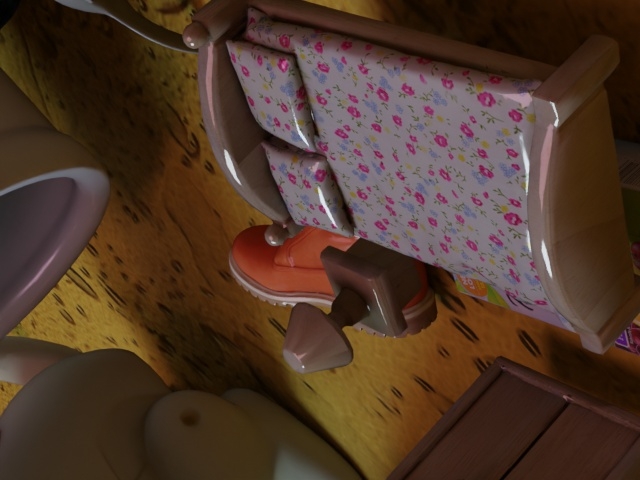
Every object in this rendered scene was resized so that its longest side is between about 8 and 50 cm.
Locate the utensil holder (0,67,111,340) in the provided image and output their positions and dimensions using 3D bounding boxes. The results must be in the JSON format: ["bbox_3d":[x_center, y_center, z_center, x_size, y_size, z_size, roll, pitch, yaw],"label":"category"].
[{"bbox_3d":[-0.391,-0.075,0.800,0.385,0.328,0.327,46,150,6],"label":"utensil holder"}]

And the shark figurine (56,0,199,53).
[{"bbox_3d":[-0.115,-0.176,0.612,0.116,0.166,0.278,31,146,18],"label":"shark figurine"}]

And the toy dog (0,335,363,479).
[{"bbox_3d":[-0.214,0.253,0.886,0.395,0.408,0.284,50,129,5],"label":"toy dog"}]

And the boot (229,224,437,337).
[{"bbox_3d":[0.000,0.000,0.737,0.158,0.059,0.084,12,128,39],"label":"boot"}]

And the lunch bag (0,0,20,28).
[{"bbox_3d":[-0.304,-0.289,0.822,0.221,0.138,0.293,42,161,17],"label":"lunch bag"}]

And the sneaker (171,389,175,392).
[{"bbox_3d":[-0.141,0.247,1.174,0.080,0.081,0.211,14,132,49],"label":"sneaker"}]

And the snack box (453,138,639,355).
[{"bbox_3d":[0.118,-0.004,0.572,0.141,0.037,0.100,20,138,45],"label":"snack box"}]

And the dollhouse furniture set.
[{"bbox_3d":[0.049,0.038,0.485,0.303,0.174,0.355,23,146,41],"label":"dollhouse furniture set"}]
